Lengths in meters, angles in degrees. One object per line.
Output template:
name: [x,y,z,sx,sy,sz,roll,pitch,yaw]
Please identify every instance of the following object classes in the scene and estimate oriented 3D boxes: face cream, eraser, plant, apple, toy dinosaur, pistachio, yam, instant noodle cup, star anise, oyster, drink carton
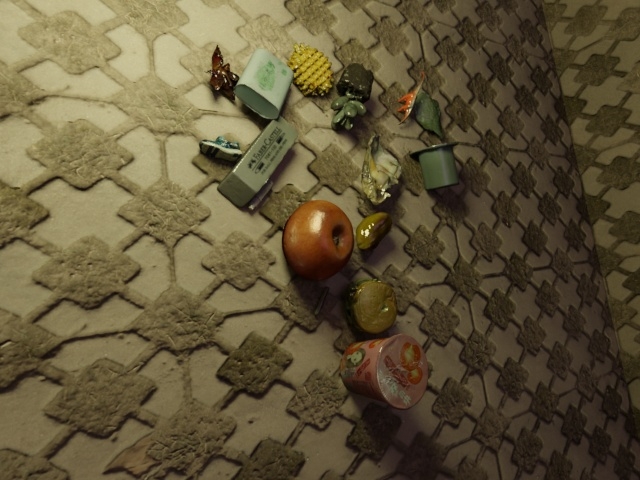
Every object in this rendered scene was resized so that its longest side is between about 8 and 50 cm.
face cream: [-0.208,-0.154,1.519,0.034,0.034,0.130,42,59,-19]
eraser: [-0.195,-0.553,1.562,0.174,0.081,0.227,33,51,-24]
plant: [0.121,-0.563,1.774,0.148,0.146,0.275,20,69,-8]
apple: [0.000,0.000,1.523,0.251,0.206,0.272,38,60,-25]
eraser: [-0.206,-0.275,1.521,0.111,0.077,0.353,42,60,-20]
toy dinosaur: [0.406,-0.641,2.007,0.055,0.101,0.280,23,78,-40]
pistachio: [0.200,-0.036,1.735,0.110,0.100,0.189,38,73,6]
yam: [0.005,0.217,1.587,0.021,0.021,0.116,36,63,-22]
instant noodle cup: [0.213,0.450,1.547,0.242,0.231,0.243,8,76,-32]
star anise: [-0.323,-0.559,1.521,0.157,0.053,0.213,37,41,-36]
oyster: [0.239,-0.290,1.816,0.271,0.100,0.275,-22,80,-38]
drink carton: [0.523,-0.328,1.971,0.185,0.191,0.190,-9,91,-37]

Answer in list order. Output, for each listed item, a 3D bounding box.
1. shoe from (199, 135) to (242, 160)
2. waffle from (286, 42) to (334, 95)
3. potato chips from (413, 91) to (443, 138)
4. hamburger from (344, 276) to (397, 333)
shoe: [-0.327,-0.310,1.458,0.142,0.064,0.071,6,65,-30]
waffle: [-0.038,-0.660,1.731,0.192,0.070,0.197,-12,89,-36]
potato chips: [0.515,-0.592,2.096,0.228,0.059,0.167,26,75,-27]
hamburger: [0.180,0.249,1.640,0.189,0.122,0.215,-17,93,-29]
